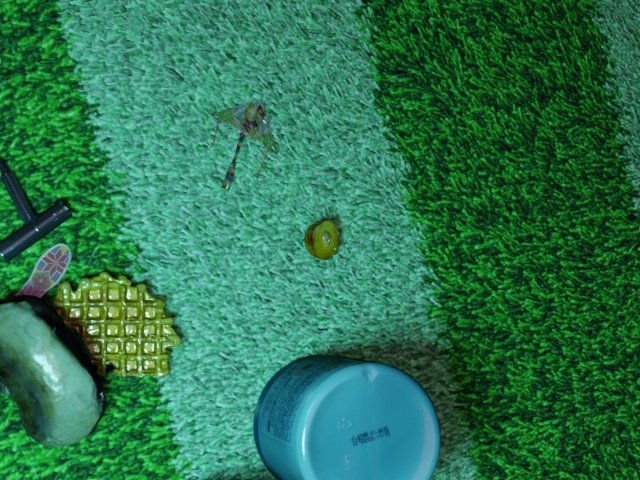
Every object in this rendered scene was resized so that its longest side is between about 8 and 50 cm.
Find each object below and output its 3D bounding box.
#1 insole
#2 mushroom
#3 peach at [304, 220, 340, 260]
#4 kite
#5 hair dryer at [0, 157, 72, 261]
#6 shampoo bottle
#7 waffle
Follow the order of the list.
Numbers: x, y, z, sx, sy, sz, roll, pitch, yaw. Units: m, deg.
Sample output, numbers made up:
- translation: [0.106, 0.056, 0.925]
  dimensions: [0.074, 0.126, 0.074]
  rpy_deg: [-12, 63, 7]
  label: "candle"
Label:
- translation: [-0.612, 0.089, 1.866]
  dimensions: [0.065, 0.006, 0.193]
  rpy_deg: [39, 73, -12]
  label: "insole"
- translation: [-0.590, 0.277, 1.750]
  dimensions: [0.248, 0.130, 0.344]
  rpy_deg: [-19, 97, 19]
  label: "mushroom"
- translation: [0.000, -0.001, 2.063]
  dimensions: [0.098, 0.061, 0.098]
  rpy_deg: [-3, 95, -41]
  label: "peach"
- translation: [-0.193, -0.237, 2.045]
  dimensions: [0.198, 0.006, 0.244]
  rpy_deg: [25, 77, -16]
  label: "kite"
- translation: [-0.667, -0.077, 1.845]
  dimensions: [0.173, 0.050, 0.194]
  rpy_deg: [-41, 95, -19]
  label: "hair dryer"
- translation: [0.051, 0.422, 1.893]
  dimensions: [0.331, 0.343, 0.330]
  rpy_deg: [2, 83, -19]
  label: "shampoo bottle"
- translation: [-0.469, 0.211, 1.876]
  dimensions: [0.309, 0.065, 0.283]
  rpy_deg: [46, 73, -8]
  label: "waffle"
